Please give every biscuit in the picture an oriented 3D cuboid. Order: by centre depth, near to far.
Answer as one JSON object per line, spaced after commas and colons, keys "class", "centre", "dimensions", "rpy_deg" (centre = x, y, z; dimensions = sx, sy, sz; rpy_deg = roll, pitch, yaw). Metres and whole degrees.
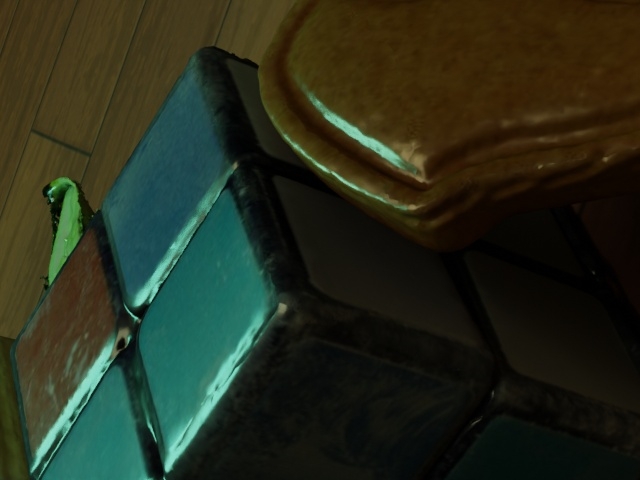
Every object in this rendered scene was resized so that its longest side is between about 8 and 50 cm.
{"class": "biscuit", "centre": [0.151, -0.175, 1.119], "dimensions": [0.349, 0.078, 0.455], "rpy_deg": [6, 51, 38]}

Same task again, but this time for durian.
{"class": "durian", "centre": [-0.241, 0.049, 1.893], "dimensions": [0.132, 0.106, 0.375], "rpy_deg": [-55, 31, 23]}

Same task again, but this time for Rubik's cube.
{"class": "Rubik's cube", "centre": [0.000, 0.105, 1.218], "dimensions": [0.318, 0.313, 0.316], "rpy_deg": [-57, 31, 24]}

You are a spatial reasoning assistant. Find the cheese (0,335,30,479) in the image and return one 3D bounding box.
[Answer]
{"class": "cheese", "centre": [-0.409, 0.275, 2.037], "dimensions": [0.242, 0.124, 0.265], "rpy_deg": [-60, 31, 27]}
